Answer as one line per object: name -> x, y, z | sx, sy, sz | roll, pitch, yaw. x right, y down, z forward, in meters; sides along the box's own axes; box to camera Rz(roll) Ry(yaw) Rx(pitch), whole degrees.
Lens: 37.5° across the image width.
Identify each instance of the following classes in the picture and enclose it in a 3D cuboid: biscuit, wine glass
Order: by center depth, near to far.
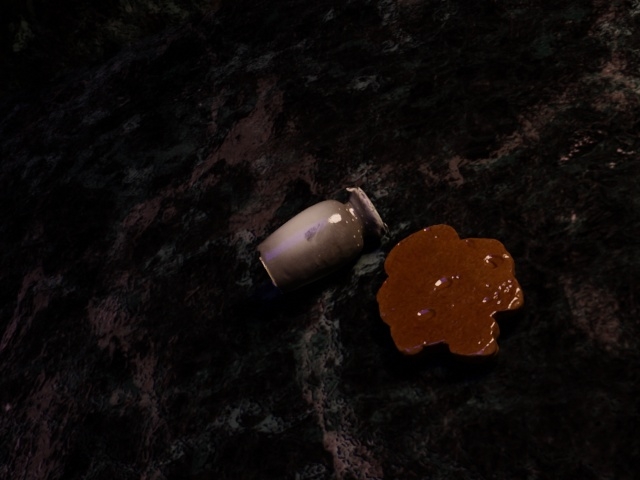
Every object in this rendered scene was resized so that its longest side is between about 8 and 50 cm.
biscuit -> 0.188, 0.079, 1.367 | 0.208, 0.041, 0.290 | -27, 38, 5
wine glass -> 0.000, 0.000, 1.525 | 0.204, 0.111, 0.111 | -30, 37, -4
